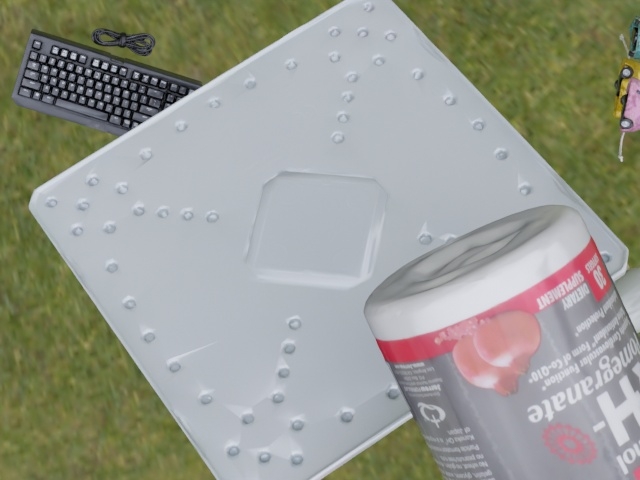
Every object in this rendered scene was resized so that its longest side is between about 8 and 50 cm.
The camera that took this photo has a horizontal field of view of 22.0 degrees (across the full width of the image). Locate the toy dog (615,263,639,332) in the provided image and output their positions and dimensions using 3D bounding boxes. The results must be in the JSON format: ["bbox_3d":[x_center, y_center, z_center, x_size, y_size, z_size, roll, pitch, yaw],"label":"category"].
[{"bbox_3d":[0.230,0.094,1.961,0.334,0.161,0.220,-11,146,-23],"label":"toy dog"}]

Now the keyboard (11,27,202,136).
[{"bbox_3d":[-0.211,-0.164,1.661,0.180,0.023,0.108,17,92,-13],"label":"keyboard"}]

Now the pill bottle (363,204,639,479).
[{"bbox_3d":[0.175,0.149,1.217,0.176,0.176,0.318,-27,98,-2],"label":"pill bottle"}]

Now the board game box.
[{"bbox_3d":[0.000,0.000,1.445,0.390,0.390,0.050,-33,150,-11],"label":"board game box"}]

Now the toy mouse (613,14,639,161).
[{"bbox_3d":[0.314,-0.163,1.611,0.031,0.161,0.143,9,159,2],"label":"toy mouse"}]
